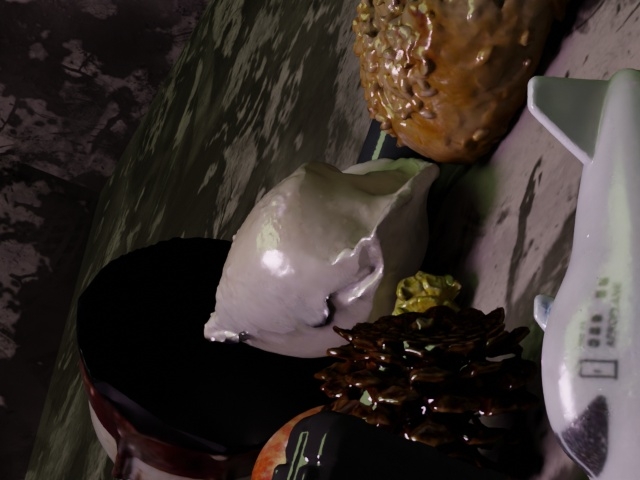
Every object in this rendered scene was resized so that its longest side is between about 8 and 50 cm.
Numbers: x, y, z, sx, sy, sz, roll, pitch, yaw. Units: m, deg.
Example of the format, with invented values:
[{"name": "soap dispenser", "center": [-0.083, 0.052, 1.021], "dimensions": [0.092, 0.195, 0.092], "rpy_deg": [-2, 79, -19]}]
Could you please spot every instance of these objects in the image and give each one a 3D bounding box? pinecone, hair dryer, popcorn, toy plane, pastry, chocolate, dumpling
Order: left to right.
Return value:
[{"name": "chocolate", "center": [-0.121, 0.153, 1.578], "dimensions": [0.283, 0.283, 0.186], "rpy_deg": [-87, 12, -49]}, {"name": "dumpling", "center": [-0.002, -0.004, 1.439], "dimensions": [0.227, 0.243, 0.175], "rpy_deg": [-63, -35, -39]}, {"name": "hair dryer", "center": [0.055, -0.052, 1.616], "dimensions": [0.219, 0.071, 0.124], "rpy_deg": [143, 148, -77]}, {"name": "popcorn", "center": [0.090, 0.063, 1.328], "dimensions": [0.083, 0.059, 0.068], "rpy_deg": [-61, -18, -48]}, {"name": "pinecone", "center": [0.077, 0.134, 1.121], "dimensions": [0.163, 0.163, 0.165], "rpy_deg": [-137, 45, -73]}, {"name": "pastry", "center": [0.127, -0.229, 1.415], "dimensions": [0.311, 0.162, 0.255], "rpy_deg": [-64, 14, 9]}, {"name": "toy plane", "center": [0.183, 0.031, 0.886], "dimensions": [0.267, 0.122, 0.267], "rpy_deg": [180, 90, -79]}]

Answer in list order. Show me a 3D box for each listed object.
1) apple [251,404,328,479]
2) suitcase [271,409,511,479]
[{"name": "apple", "center": [0.016, 0.203, 1.242], "dimensions": [0.131, 0.146, 0.146], "rpy_deg": [88, -164, -68]}, {"name": "suitcase", "center": [0.038, 0.268, 0.957], "dimensions": [0.066, 0.206, 0.285], "rpy_deg": [-14, 55, 62]}]
